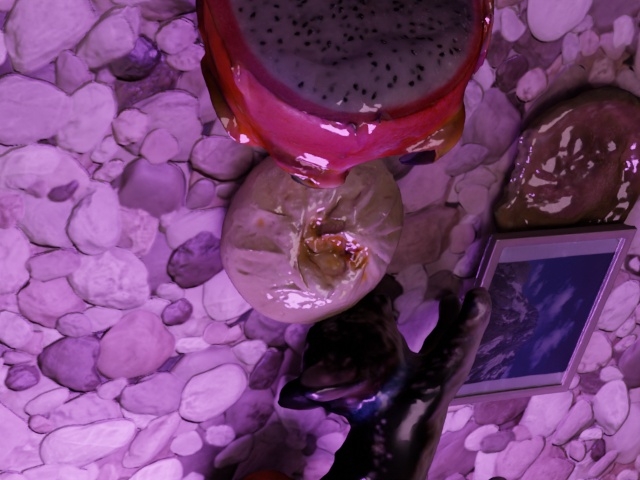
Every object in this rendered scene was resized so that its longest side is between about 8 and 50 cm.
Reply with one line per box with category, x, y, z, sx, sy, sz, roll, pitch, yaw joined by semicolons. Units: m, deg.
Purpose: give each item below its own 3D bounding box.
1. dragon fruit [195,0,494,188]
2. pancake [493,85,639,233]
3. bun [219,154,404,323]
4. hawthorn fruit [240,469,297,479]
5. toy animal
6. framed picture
dragon fruit;0.015;-0.182;1.385;0.291;0.290;0.189;-19;157;-15
pancake;0.308;-0.074;1.729;0.222;0.042;0.236;22;108;-35
bun;0.000;0.000;1.568;0.222;0.127;0.222;-13;127;-17
hawthorn fruit;-0.082;0.372;1.744;0.194;0.157;0.157;-35;130;-14
toy animal;0.050;0.214;1.655;0.303;0.194;0.344;-5;82;-15
framed picture;0.264;0.095;1.809;0.209;0.019;0.281;-5;131;-23
